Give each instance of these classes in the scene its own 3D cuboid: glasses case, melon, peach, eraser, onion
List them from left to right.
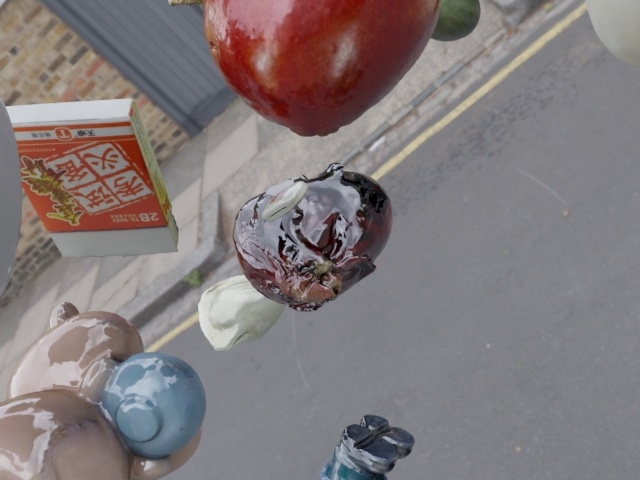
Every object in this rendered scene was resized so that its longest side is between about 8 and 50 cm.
[{"bbox_3d":[-0.270,-0.065,0.817,0.157,0.230,0.038,-3,50,3],"label":"eraser"},{"bbox_3d":[-0.041,-0.044,0.782,0.083,0.021,0.032,-27,28,54],"label":"glasses case"},{"bbox_3d":[-0.004,-0.007,1.131,0.281,0.221,0.281,-17,23,8],"label":"onion"},{"bbox_3d":[0.002,-0.182,0.538,0.190,0.190,0.192,-132,54,-65],"label":"peach"},{"bbox_3d":[0.229,-0.423,1.247,0.114,0.167,0.114,4,96,44],"label":"melon"}]

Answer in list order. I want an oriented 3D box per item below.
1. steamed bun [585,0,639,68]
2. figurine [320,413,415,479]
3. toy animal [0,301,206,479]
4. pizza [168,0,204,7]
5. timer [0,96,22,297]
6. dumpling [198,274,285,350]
[{"bbox_3d":[0.637,-0.482,1.207,0.334,0.374,0.334,-16,29,9],"label":"steamed bun"},{"bbox_3d":[0.012,0.190,0.454,0.086,0.087,0.149,-17,-54,-59],"label":"figurine"},{"bbox_3d":[-0.243,0.199,0.685,0.221,0.210,0.229,-40,21,-30],"label":"toy animal"},{"bbox_3d":[-0.165,-0.566,1.348,0.288,0.074,0.251,-7,59,-8],"label":"pizza"},{"bbox_3d":[-0.398,-0.036,0.514,0.285,0.285,0.285,-36,27,22],"label":"timer"},{"bbox_3d":[-0.180,0.142,1.590,0.252,0.131,0.179,-42,48,-21],"label":"dumpling"}]
